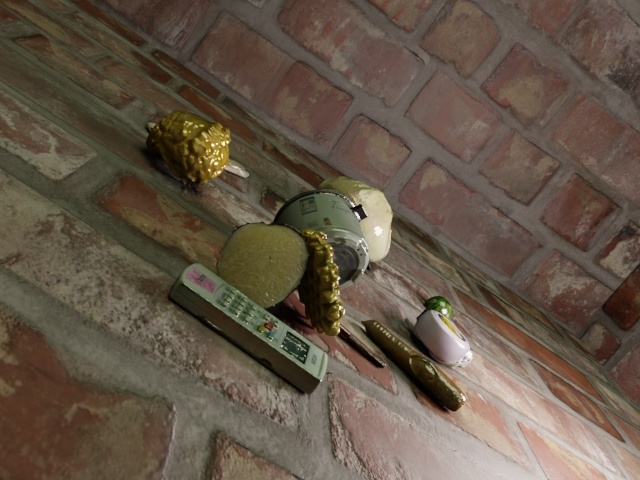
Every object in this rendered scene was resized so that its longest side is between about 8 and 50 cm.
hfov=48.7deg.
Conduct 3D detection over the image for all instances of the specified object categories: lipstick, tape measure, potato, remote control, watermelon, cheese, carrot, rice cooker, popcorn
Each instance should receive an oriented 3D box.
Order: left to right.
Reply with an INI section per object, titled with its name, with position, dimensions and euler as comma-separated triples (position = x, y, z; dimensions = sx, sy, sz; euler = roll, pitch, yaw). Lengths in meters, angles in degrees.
[popcorn]
position = -0.367, -0.267, 2.016
dimensions = 0.250, 0.190, 0.250
euler = 23, 22, -10
[cheese]
position = -0.398, -0.295, 2.335
dimensions = 0.400, 0.034, 0.085
euler = 23, 15, -46
[remote control]
position = -0.137, 0.169, 1.398
dimensions = 0.344, 0.050, 0.145
euler = 36, 14, -4
[potato]
position = -0.129, 0.061, 1.546
dimensions = 0.182, 0.202, 0.117
euler = 30, -19, 2
[rice cooker]
position = 0.000, 0.000, 1.857
dimensions = 0.241, 0.280, 0.227
euler = 53, 14, -42
[lipstick]
position = 0.088, 0.251, 1.730
dimensions = 0.176, 0.027, 0.027
euler = 39, 14, 5
[carrot]
position = 0.231, 0.308, 1.816
dimensions = 0.342, 0.070, 0.070
euler = 40, 14, 23
[tape measure]
position = 0.354, 0.291, 2.106
dimensions = 0.178, 0.105, 0.196
euler = 38, 13, -25
[watermelon]
position = 0.431, 0.236, 2.540
dimensions = 0.105, 0.062, 0.105
euler = 29, 17, -10

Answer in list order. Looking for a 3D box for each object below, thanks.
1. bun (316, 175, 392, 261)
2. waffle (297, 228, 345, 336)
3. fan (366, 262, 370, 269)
[bun]
position = 0.140, -0.097, 2.491
dimensions = 0.361, 0.213, 0.361
euler = 48, -1, 1
[waffle]
position = -0.009, 0.095, 1.608
dimensions = 0.253, 0.056, 0.249
euler = 177, -100, -74
[fan]
position = 0.076, -0.009, 2.362
dimensions = 0.294, 0.012, 0.223
euler = 50, -5, -9
